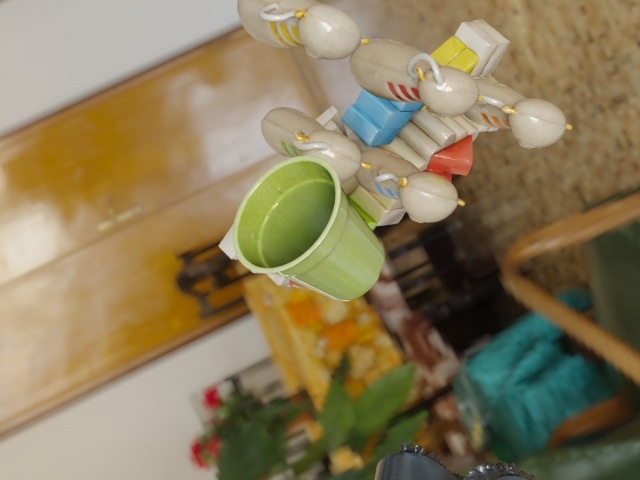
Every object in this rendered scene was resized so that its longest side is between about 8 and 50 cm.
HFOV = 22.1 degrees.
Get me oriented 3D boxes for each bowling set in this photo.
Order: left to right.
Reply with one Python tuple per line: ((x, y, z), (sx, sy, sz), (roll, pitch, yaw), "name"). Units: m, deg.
((0.047, -0.066, 1.281), (0.154, 0.287, 0.200), (32, 104, 61), "bowling set")

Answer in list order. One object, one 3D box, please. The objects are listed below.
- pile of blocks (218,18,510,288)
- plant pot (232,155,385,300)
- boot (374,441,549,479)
((0.069, -0.078, 1.631), (0.112, 0.362, 0.149), (43, 173, 24), "pile of blocks")
((0.000, 0.000, 1.053), (0.079, 0.083, 0.083), (38, -168, -44), "plant pot")
((0.130, 0.247, 1.009), (0.094, 0.246, 0.207), (105, -175, -57), "boot")
